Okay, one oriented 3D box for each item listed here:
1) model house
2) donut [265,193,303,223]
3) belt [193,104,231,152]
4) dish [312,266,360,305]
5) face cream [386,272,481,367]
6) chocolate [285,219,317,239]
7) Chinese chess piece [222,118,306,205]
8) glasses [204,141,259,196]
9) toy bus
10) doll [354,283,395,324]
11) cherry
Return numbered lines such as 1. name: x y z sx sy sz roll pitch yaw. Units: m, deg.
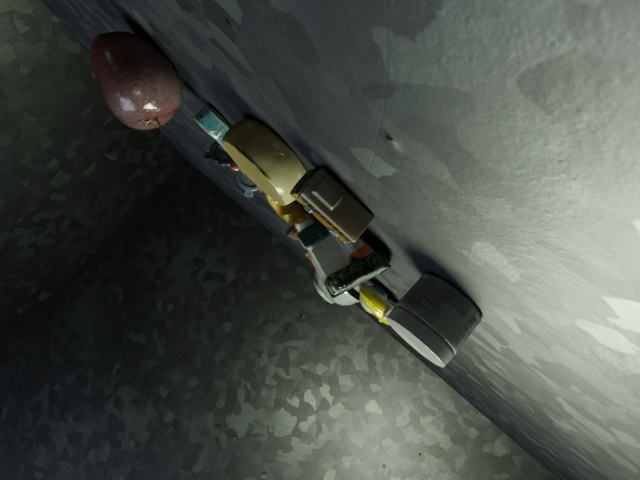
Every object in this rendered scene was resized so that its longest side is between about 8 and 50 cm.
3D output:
1. model house: 0.041 0.008 1.215 0.301 0.190 0.271 56 178 9
2. donut: -0.137 -0.130 1.546 0.181 0.078 0.146 42 170 9
3. belt: -0.265 -0.291 1.306 0.302 0.072 0.087 44 174 -17
4. dish: 0.051 0.175 1.785 0.303 0.120 0.303 46 -166 -15
5. face cream: 0.271 0.188 1.000 0.177 0.153 0.177 40 170 8
6. chocolate: -0.033 -0.036 1.497 0.160 0.083 0.261 19 174 -14
7. Chinese chess piece: -0.145 -0.206 1.098 0.250 0.097 0.251 42 171 8
8. glasses: -0.305 -0.251 1.563 0.234 0.118 0.268 41 172 -1
9. toy bus: 0.026 -0.081 0.960 0.182 0.091 0.103 42 170 -13
10. doll: 0.225 0.243 1.650 0.237 0.111 0.252 34 -170 -25
11. cherry: -0.528 -0.456 1.199 0.308 0.221 0.261 57 161 -12
